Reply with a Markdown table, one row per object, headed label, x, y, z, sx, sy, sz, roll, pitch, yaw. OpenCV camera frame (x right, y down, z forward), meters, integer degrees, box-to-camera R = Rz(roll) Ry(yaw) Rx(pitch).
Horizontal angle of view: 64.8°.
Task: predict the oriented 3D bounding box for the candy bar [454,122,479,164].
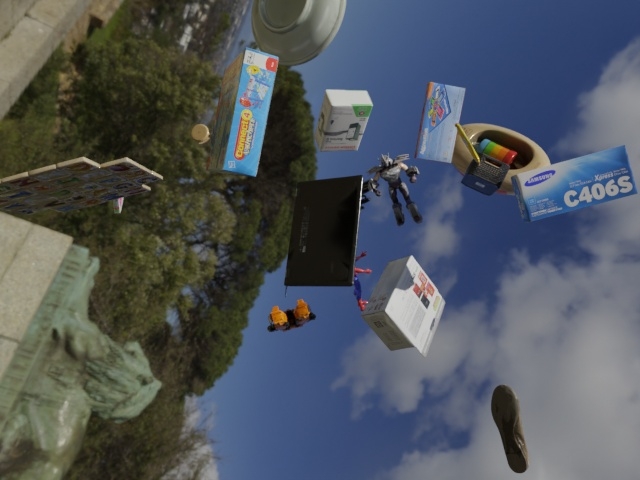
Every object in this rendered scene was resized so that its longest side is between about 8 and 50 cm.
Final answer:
| label | x | y | z | sx | sy | sz | roll | pitch | yaw |
| --- | --- | --- | --- | --- | --- | --- | --- | --- | --- |
| candy bar | 0.483 | -0.314 | 1.647 | 0.018 | 0.161 | 0.040 | -31 | 172 | 20 |

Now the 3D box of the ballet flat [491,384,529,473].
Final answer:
| label | x | y | z | sx | sy | sz | roll | pitch | yaw |
| --- | --- | --- | --- | --- | --- | --- | --- | --- | --- |
| ballet flat | 0.562 | 0.549 | 1.483 | 0.084 | 0.058 | 0.250 | -18 | -103 | 32 |

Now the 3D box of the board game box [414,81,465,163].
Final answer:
| label | x | y | z | sx | sy | sz | roll | pitch | yaw |
| --- | --- | --- | --- | --- | --- | --- | --- | --- | --- |
| board game box | 0.449 | -0.440 | 1.899 | 0.027 | 0.145 | 0.281 | -128 | -134 | -74 |

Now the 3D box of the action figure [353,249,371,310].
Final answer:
| label | x | y | z | sx | sy | sz | roll | pitch | yaw |
| --- | --- | --- | --- | --- | --- | --- | --- | --- | --- |
| action figure | 0.188 | 0.161 | 2.258 | 0.139 | 0.280 | 0.091 | -24 | -161 | -3 |

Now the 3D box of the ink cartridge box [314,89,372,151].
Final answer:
| label | x | y | z | sx | sy | sz | roll | pitch | yaw |
| --- | --- | --- | --- | --- | --- | --- | --- | --- | --- |
| ink cartridge box | 0.106 | -0.573 | 2.435 | 0.289 | 0.211 | 0.121 | 107 | -28 | -51 |

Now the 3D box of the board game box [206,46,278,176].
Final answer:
| label | x | y | z | sx | sy | sz | roll | pitch | yaw |
| --- | --- | --- | --- | --- | --- | --- | --- | --- | --- |
| board game box | -0.222 | -0.330 | 1.369 | 0.308 | 0.086 | 0.302 | -161 | -99 | -68 |

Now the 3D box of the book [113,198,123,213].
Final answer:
| label | x | y | z | sx | sy | sz | roll | pitch | yaw |
| --- | --- | --- | --- | --- | --- | --- | --- | --- | --- |
| book | -0.703 | -0.175 | 1.742 | 0.144 | 0.035 | 0.096 | 112 | -28 | -50 |

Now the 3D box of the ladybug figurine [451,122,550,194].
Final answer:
| label | x | y | z | sx | sy | sz | roll | pitch | yaw |
| --- | --- | --- | --- | --- | --- | --- | --- | --- | --- |
| ladybug figurine | 0.718 | -0.328 | 2.092 | 0.305 | 0.449 | 0.162 | -42 | 150 | -21 |

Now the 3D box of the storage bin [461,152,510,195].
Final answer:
| label | x | y | z | sx | sy | sz | roll | pitch | yaw |
| --- | --- | --- | --- | --- | --- | --- | --- | --- | --- |
| storage bin | 0.587 | -0.234 | 1.806 | 0.084 | 0.122 | 0.180 | -63 | 172 | -1 |

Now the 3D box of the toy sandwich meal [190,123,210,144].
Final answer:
| label | x | y | z | sx | sy | sz | roll | pitch | yaw |
| --- | --- | --- | --- | --- | --- | --- | --- | --- | --- |
| toy sandwich meal | -0.496 | -0.440 | 2.089 | 0.029 | 0.085 | 0.085 | 65 | 45 | -80 |

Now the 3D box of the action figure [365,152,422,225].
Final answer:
| label | x | y | z | sx | sy | sz | roll | pitch | yaw |
| --- | --- | --- | --- | --- | --- | --- | --- | --- | --- |
| action figure | 0.278 | -0.191 | 1.825 | 0.185 | 0.285 | 0.099 | -17 | -153 | 22 |

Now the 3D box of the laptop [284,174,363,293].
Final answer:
| label | x | y | z | sx | sy | sz | roll | pitch | yaw |
| --- | --- | --- | --- | --- | --- | --- | --- | --- | --- |
| laptop | 0.000 | 0.000 | 1.824 | 0.408 | 0.236 | 0.382 | -3 | -107 | 30 |

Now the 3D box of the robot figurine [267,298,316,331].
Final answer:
| label | x | y | z | sx | sy | sz | roll | pitch | yaw |
| --- | --- | --- | --- | --- | --- | --- | --- | --- | --- |
| robot figurine | -0.121 | 0.312 | 2.056 | 0.291 | 0.211 | 0.085 | 102 | -27 | -74 |

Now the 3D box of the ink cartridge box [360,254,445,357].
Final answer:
| label | x | y | z | sx | sy | sz | roll | pitch | yaw |
| --- | --- | --- | --- | --- | --- | --- | --- | --- | --- |
| ink cartridge box | 0.334 | 0.266 | 1.974 | 0.130 | 0.272 | 0.309 | -21 | -154 | 44 |

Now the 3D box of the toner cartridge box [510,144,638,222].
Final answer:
| label | x | y | z | sx | sy | sz | roll | pitch | yaw |
| --- | --- | --- | --- | --- | --- | --- | --- | --- | --- |
| toner cartridge box | 0.824 | -0.182 | 1.649 | 0.075 | 0.348 | 0.165 | -9 | 83 | -84 |

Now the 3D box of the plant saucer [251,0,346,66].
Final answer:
| label | x | y | z | sx | sy | sz | roll | pitch | yaw |
| --- | --- | --- | --- | --- | --- | --- | --- | --- | --- |
| plant saucer | -0.105 | -0.824 | 1.762 | 0.100 | 0.400 | 0.400 | -2 | 122 | -60 |

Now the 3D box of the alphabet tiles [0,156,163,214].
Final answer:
| label | x | y | z | sx | sy | sz | roll | pitch | yaw |
| --- | --- | --- | --- | --- | --- | --- | --- | --- | --- |
| alphabet tiles | -0.538 | -0.112 | 1.095 | 0.285 | 0.342 | 0.011 | 47 | 30 | -81 |

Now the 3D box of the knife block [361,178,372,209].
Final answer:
| label | x | y | z | sx | sy | sz | roll | pitch | yaw |
| --- | --- | --- | --- | --- | --- | --- | --- | --- | --- |
| knife block | 0.106 | -0.198 | 2.169 | 0.242 | 0.088 | 0.275 | -58 | -149 | 13 |
